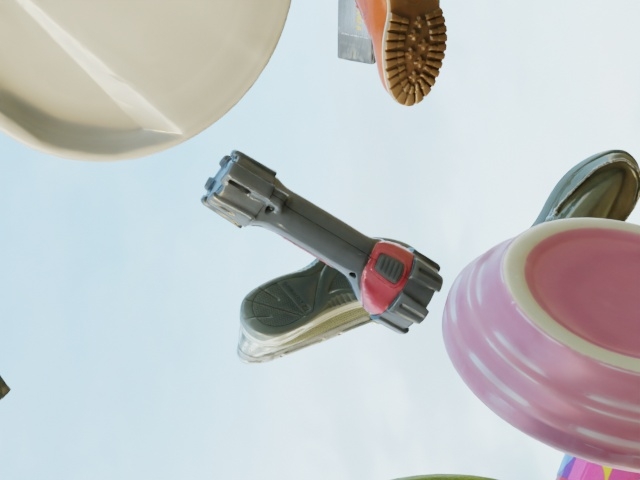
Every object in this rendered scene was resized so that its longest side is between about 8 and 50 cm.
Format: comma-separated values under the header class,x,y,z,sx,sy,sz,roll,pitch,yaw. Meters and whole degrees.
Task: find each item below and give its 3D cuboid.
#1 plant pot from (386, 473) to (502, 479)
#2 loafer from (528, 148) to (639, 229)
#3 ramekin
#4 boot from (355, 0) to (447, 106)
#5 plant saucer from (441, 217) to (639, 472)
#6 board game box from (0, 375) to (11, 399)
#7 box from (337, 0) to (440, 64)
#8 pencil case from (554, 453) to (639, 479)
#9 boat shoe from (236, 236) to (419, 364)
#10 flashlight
class,x,y,z,sx,sy,sz,roll,pitch,yaw
plant pot,0.103,0.415,1.099,0.353,0.366,0.366,-105,-4,-68
loafer,0.286,0.001,1.728,0.094,0.087,0.251,45,-101,-22
ramekin,-0.166,-0.203,1.134,0.127,0.273,0.273,43,162,56
boot,0.057,-0.190,1.258,0.059,0.084,0.158,-10,-79,-30
plant saucer,0.283,0.079,1.439,0.332,0.332,0.084,-53,-21,-55
board game box,-0.413,0.156,1.648,0.126,0.026,0.186,-45,-29,-17
box,0.096,-0.360,2.061,0.231,0.056,0.183,-41,-43,-53
pencil case,0.330,0.242,1.742,0.104,0.104,0.236,27,-97,-59
boat shoe,0.017,0.088,2.223,0.320,0.118,0.103,-24,-30,-31
flashlight,0.000,0.000,1.847,0.304,0.103,0.103,30,-155,-14
